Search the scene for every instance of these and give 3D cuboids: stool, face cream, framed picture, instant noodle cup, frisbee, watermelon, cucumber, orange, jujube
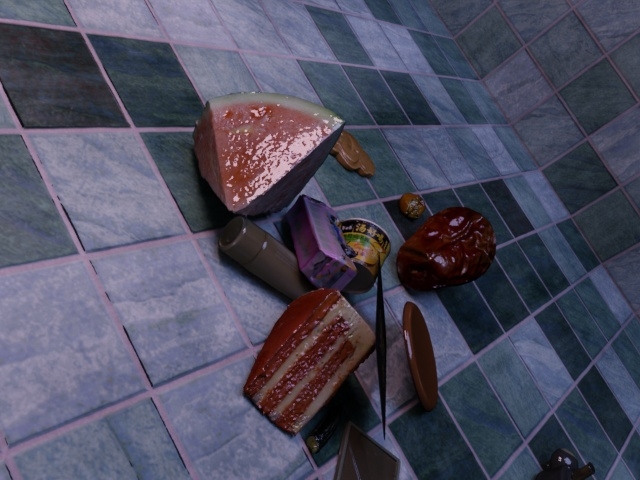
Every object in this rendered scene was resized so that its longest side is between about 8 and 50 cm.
[{"bbox_3d":[0.617,0.609,1.733,0.153,0.139,0.228,29,42,-34],"label":"stool"},{"bbox_3d":[-0.061,0.071,1.459,0.341,0.084,0.137,38,25,-32],"label":"face cream"},{"bbox_3d":[0.086,0.460,1.324,0.150,0.015,0.203,41,35,-18],"label":"framed picture"},{"bbox_3d":[0.081,0.041,1.601,0.151,0.151,0.122,39,42,-21],"label":"instant noodle cup"},{"bbox_3d":[0.227,0.260,1.587,0.251,0.021,0.251,-12,90,-72],"label":"frisbee"},{"bbox_3d":[-0.113,-0.187,1.421,0.283,0.251,0.293,24,13,-16],"label":"watermelon"},{"bbox_3d":[0.012,0.351,1.318,0.034,0.033,0.135,57,33,0],"label":"cucumber"},{"bbox_3d":[0.269,-0.104,2.039,0.086,0.062,0.086,35,34,-28],"label":"orange"},{"bbox_3d":[0.334,0.028,1.892,0.342,0.216,0.216,-29,83,-45],"label":"jujube"}]

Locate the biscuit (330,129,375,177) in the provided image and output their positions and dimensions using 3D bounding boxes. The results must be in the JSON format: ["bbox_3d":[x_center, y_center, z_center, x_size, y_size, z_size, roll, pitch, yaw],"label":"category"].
[{"bbox_3d":[0.065,-0.261,1.964,0.236,0.040,0.144,35,42,-22],"label":"biscuit"}]

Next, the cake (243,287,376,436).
[{"bbox_3d":[-0.005,0.217,1.308,0.158,0.159,0.262,48,34,-14],"label":"cake"}]

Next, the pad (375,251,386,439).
[{"bbox_3d":[0.154,0.228,1.437,0.375,0.063,0.315,-78,164,-63],"label":"pad"}]

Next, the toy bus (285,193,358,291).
[{"bbox_3d":[0.000,0.000,1.515,0.112,0.090,0.274,34,18,-26],"label":"toy bus"}]
